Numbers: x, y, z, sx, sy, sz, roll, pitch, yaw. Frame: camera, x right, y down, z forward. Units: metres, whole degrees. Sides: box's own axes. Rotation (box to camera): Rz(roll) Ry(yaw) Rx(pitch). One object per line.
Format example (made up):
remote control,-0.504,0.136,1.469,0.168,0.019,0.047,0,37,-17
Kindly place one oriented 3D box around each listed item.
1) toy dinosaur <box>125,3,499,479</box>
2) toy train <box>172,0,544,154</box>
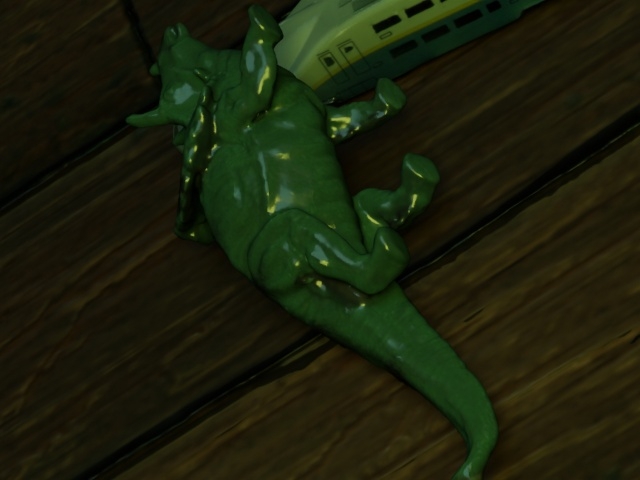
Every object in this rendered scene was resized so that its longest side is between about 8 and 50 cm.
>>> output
toy dinosaur,0.008,-0.015,0.765,0.292,0.079,0.120,37,104,38
toy train,0.019,-0.106,0.845,0.234,0.051,0.052,-24,45,16
